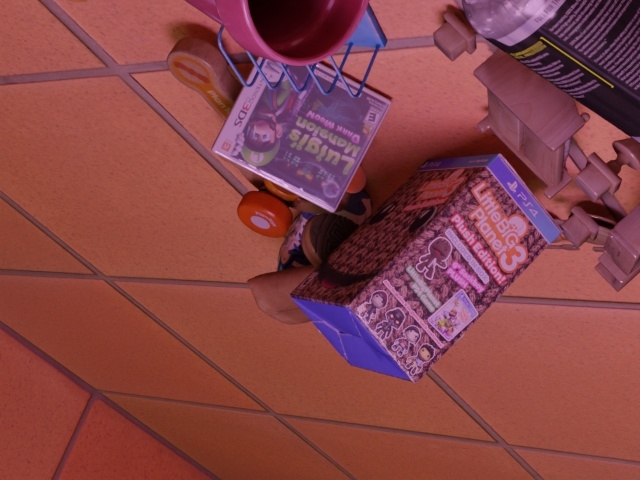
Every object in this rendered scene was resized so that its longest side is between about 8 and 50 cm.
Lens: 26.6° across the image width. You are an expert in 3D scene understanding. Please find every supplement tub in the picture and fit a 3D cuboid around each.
[{"bbox_3d":[0.279,-0.240,1.346,0.316,0.194,0.193,30,155,-19],"label":"supplement tub"}]

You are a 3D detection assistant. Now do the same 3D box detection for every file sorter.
[{"bbox_3d":[-0.026,-0.253,1.699,0.170,0.104,0.118,9,153,29],"label":"file sorter"}]

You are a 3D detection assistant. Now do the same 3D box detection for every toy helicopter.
[{"bbox_3d":[-0.078,-0.156,1.918,0.235,0.140,0.355,-3,140,46],"label":"toy helicopter"}]

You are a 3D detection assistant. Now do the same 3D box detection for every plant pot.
[{"bbox_3d":[-0.070,-0.311,1.529,0.180,0.201,0.201,22,161,41],"label":"plant pot"}]

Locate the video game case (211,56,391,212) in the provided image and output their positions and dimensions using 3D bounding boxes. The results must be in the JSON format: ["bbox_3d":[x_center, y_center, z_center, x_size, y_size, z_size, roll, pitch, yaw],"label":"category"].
[{"bbox_3d":[-0.025,-0.155,1.835,0.190,0.173,0.022,27,-174,-10],"label":"video game case"}]

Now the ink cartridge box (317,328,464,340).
[{"bbox_3d":[0.139,0.097,2.270,0.207,0.119,0.353,25,157,-3],"label":"ink cartridge box"}]

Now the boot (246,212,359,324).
[{"bbox_3d":[-0.018,0.056,2.057,0.269,0.089,0.236,-12,142,46],"label":"boot"}]

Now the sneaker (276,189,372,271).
[{"bbox_3d":[0.000,0.000,2.178,0.111,0.131,0.296,25,155,0],"label":"sneaker"}]

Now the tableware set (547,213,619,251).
[{"bbox_3d":[0.349,-0.024,1.937,0.128,0.039,0.194,27,165,-39],"label":"tableware set"}]

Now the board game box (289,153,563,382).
[{"bbox_3d":[0.137,0.032,1.831,0.141,0.291,0.232,50,165,-14],"label":"board game box"}]

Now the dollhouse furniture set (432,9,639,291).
[{"bbox_3d":[0.326,-0.145,1.702,0.355,0.174,0.303,48,175,16],"label":"dollhouse furniture set"}]
